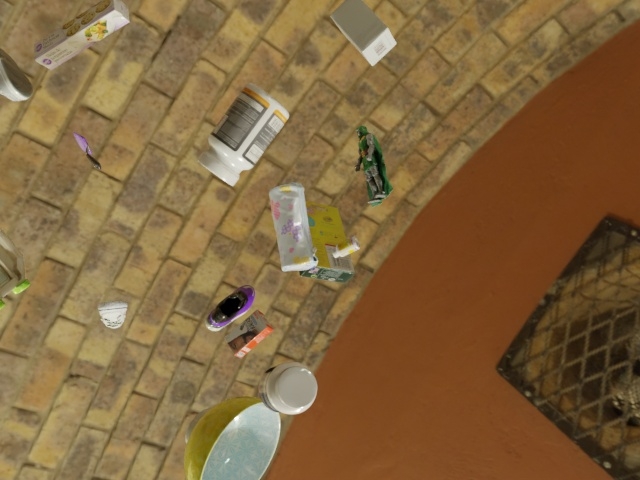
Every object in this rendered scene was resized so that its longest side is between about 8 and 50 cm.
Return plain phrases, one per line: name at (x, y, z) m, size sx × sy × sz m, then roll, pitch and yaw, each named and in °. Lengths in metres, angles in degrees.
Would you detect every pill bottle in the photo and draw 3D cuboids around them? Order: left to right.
pill bottle at (-0.232, -0.312, 1.677) m, size 0.279 × 0.162 × 0.162 m, roll -53°, pitch -148°, yaw 2°
pill bottle at (-0.065, 0.309, 1.185) m, size 0.180 × 0.107 × 0.108 m, roll 135°, pitch -27°, yaw -69°
pill bottle at (0.077, 0.023, 1.738) m, size 0.083 × 0.043 × 0.043 m, roll -26°, pitch -137°, yaw 18°

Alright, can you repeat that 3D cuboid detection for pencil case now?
pencil case at (-0.084, -0.038, 1.740) m, size 0.124 × 0.113 × 0.274 m, roll -28°, pitch -111°, yaw 52°

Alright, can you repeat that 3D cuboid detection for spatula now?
spatula at (-0.887, -0.334, 2.160) m, size 0.030 × 0.084 × 0.296 m, roll -27°, pitch -138°, yaw -19°

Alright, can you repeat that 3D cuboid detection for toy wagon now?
toy wagon at (-1.013, 0.090, 1.630) m, size 0.068 × 0.267 × 0.344 m, roll -23°, pitch -160°, yaw 22°

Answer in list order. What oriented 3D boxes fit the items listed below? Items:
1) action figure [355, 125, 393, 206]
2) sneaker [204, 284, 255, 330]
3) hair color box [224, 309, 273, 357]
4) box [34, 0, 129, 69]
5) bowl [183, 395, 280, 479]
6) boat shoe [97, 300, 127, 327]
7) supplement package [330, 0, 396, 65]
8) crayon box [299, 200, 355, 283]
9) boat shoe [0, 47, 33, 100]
action figure at (0.143, -0.228, 1.640) m, size 0.137 × 0.063 × 0.233 m, roll -39°, pitch -120°, yaw 59°
sneaker at (-0.353, 0.265, 2.383) m, size 0.146 × 0.102 × 0.293 m, roll -47°, pitch 177°, yaw 41°
hair color box at (-0.272, 0.354, 2.139) m, size 0.167 × 0.053 × 0.093 m, roll -42°, pitch -124°, yaw 3°
box at (-0.710, -0.614, 1.673) m, size 0.323 × 0.063 × 0.067 m, roll -20°, pitch -113°, yaw 20°
bowl at (-0.254, 0.518, 1.450) m, size 0.155 × 0.289 × 0.290 m, roll 20°, pitch -98°, yaw 32°
boat shoe at (-0.632, 0.232, 1.737) m, size 0.226 × 0.083 × 0.076 m, roll 134°, pitch -50°, yaw -74°
supplement package at (0.132, -0.651, 1.739) m, size 0.105 × 0.105 × 0.179 m, roll -41°, pitch -111°, yaw 13°
crayon box at (0.000, 0.000, 2.138) m, size 0.081 × 0.202 × 0.319 m, roll -49°, pitch -139°, yaw 41°
boat shoe at (-0.976, -0.501, 1.719) m, size 0.103 × 0.118 × 0.320 m, roll -44°, pitch -122°, yaw -1°
